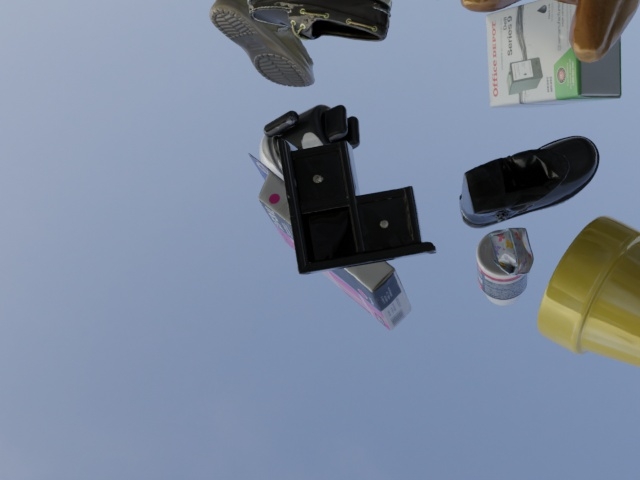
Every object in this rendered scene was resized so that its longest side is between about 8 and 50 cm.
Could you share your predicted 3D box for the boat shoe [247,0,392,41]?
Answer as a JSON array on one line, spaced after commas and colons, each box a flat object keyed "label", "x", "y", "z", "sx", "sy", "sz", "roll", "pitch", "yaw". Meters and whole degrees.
[{"label": "boat shoe", "x": -0.006, "y": -0.343, "z": 1.429, "sx": 0.228, "sy": 0.081, "sz": 0.068, "roll": 4, "pitch": -102, "yaw": 13}]

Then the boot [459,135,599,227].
[{"label": "boot", "x": 0.475, "y": -0.149, "z": 2.046, "sx": 0.367, "sy": 0.445, "sz": 0.146, "roll": -30, "pitch": -99, "yaw": 4}]

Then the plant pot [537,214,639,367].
[{"label": "plant pot", "x": 0.554, "y": 0.116, "z": 1.656, "sx": 0.239, "sy": 0.254, "sz": 0.254, "roll": 31, "pitch": -131, "yaw": 29}]

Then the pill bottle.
[{"label": "pill bottle", "x": 0.375, "y": 0.063, "z": 1.920, "sx": 0.108, "sy": 0.180, "sz": 0.107, "roll": -5, "pitch": -118, "yaw": 9}]

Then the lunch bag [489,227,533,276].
[{"label": "lunch bag", "x": 0.339, "y": 0.022, "z": 1.650, "sx": 0.053, "sy": 0.083, "sz": 0.071, "roll": -22, "pitch": 169, "yaw": 36}]

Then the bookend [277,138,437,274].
[{"label": "bookend", "x": 0.044, "y": -0.049, "z": 1.072, "sx": 0.157, "sy": 0.156, "sz": 0.072, "roll": -9, "pitch": 177, "yaw": 8}]

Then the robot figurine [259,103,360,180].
[{"label": "robot figurine", "x": -0.030, "y": -0.256, "z": 2.470, "sx": 0.278, "sy": 0.209, "sz": 0.173, "roll": -22, "pitch": -167, "yaw": 29}]

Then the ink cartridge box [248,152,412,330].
[{"label": "ink cartridge box", "x": 0.000, "y": 0.000, "z": 1.654, "sx": 0.069, "sy": 0.175, "sz": 0.371, "roll": -44, "pitch": -120, "yaw": -8}]

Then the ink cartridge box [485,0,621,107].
[{"label": "ink cartridge box", "x": 0.478, "y": -0.387, "z": 1.939, "sx": 0.122, "sy": 0.211, "sz": 0.289, "roll": -5, "pitch": -175, "yaw": -27}]

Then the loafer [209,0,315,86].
[{"label": "loafer", "x": -0.085, "y": -0.356, "z": 1.615, "sx": 0.102, "sy": 0.268, "sz": 0.092, "roll": 6, "pitch": -109, "yaw": 32}]

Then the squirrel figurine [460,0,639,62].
[{"label": "squirrel figurine", "x": 0.309, "y": -0.494, "z": 1.397, "sx": 0.370, "sy": 0.281, "sz": 0.397, "roll": 16, "pitch": -123, "yaw": 44}]
